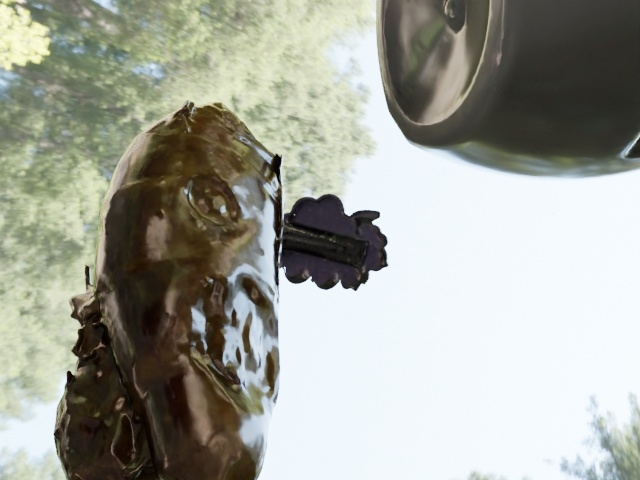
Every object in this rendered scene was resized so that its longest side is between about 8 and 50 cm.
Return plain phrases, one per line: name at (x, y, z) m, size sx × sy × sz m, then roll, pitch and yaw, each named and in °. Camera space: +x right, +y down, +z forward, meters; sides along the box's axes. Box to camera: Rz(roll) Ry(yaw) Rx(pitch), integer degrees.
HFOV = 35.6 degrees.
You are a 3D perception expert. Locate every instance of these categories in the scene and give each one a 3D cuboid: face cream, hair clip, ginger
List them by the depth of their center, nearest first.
face cream at (0.233, -0.183, 0.725) m, size 0.357 × 0.312 × 0.219 m, roll -12°, pitch -127°, yaw -23°
ginger at (-0.146, 0.064, 0.934) m, size 0.254 × 0.176 × 0.418 m, roll -29°, pitch -130°, yaw 39°
hair clip at (-0.001, 0.001, 1.285) m, size 0.195 × 0.052 × 0.124 m, roll 9°, pitch -85°, yaw 23°
